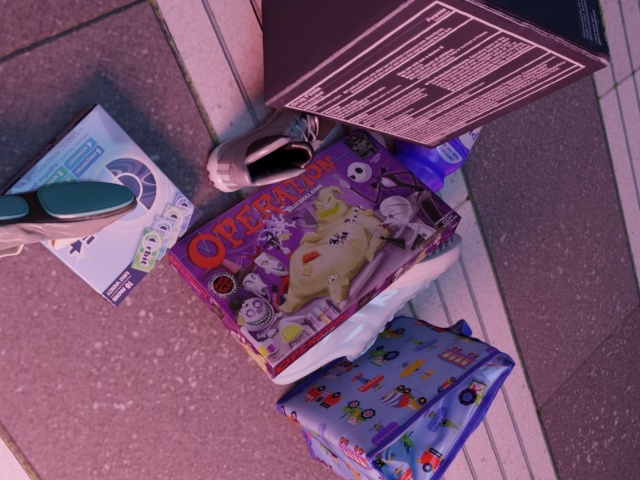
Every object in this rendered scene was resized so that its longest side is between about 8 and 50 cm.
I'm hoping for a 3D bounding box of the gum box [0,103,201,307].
[{"bbox_3d":[-0.256,-0.039,0.828,0.157,0.041,0.184,-51,121,-17],"label":"gum box"}]

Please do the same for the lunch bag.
[{"bbox_3d":[0.122,0.215,1.031,0.293,0.221,0.138,-42,119,-23],"label":"lunch bag"}]

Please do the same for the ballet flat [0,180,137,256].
[{"bbox_3d":[-0.302,-0.019,0.744,0.213,0.072,0.068,-8,132,-31],"label":"ballet flat"}]

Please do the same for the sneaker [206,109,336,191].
[{"bbox_3d":[-0.028,-0.129,0.923,0.229,0.132,0.086,-39,118,-25],"label":"sneaker"}]

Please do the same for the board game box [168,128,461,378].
[{"bbox_3d":[0.000,0.000,0.938,0.347,0.208,0.056,-36,156,-27],"label":"board game box"}]

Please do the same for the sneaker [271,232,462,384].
[{"bbox_3d":[0.055,0.090,1.034,0.366,0.135,0.150,-22,126,-24],"label":"sneaker"}]

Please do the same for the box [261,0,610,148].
[{"bbox_3d":[0.127,-0.265,0.852,0.294,0.296,0.182,7,72,-37],"label":"box"}]

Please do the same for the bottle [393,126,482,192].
[{"bbox_3d":[0.179,-0.163,1.093,0.118,0.092,0.283,37,75,-31],"label":"bottle"}]
